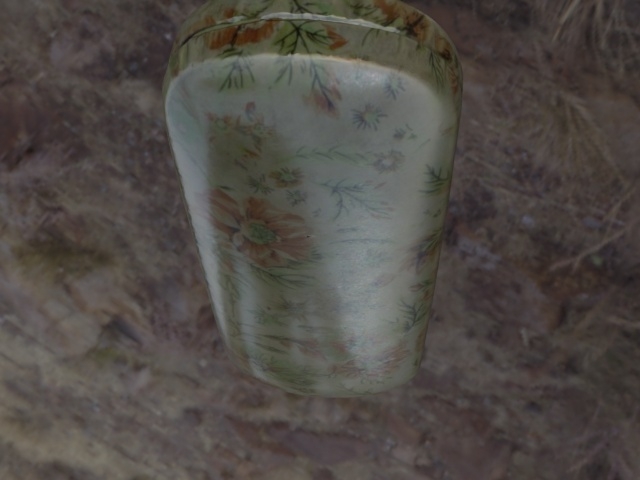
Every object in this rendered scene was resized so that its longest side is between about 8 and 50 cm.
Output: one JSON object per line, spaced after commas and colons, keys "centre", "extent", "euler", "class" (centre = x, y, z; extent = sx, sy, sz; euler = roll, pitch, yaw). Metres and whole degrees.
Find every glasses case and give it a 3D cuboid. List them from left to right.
{"centre": [0.000, 0.000, 0.659], "extent": [0.157, 0.098, 0.425], "euler": [4, 151, 4], "class": "glasses case"}
